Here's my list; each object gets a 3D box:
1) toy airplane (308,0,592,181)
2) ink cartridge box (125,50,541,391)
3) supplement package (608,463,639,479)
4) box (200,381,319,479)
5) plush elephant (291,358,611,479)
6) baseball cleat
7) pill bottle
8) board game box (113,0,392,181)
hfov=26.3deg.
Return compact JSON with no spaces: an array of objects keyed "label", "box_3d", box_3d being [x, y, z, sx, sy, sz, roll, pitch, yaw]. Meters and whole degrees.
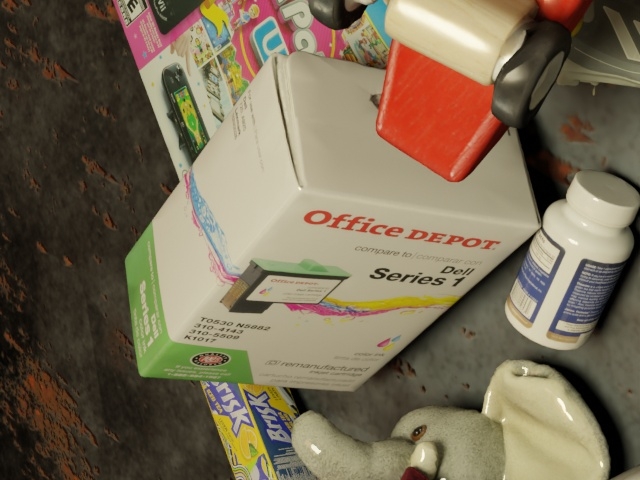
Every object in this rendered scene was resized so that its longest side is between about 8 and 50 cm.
[{"label":"toy airplane","box_3d":[0.167,-0.261,0.782,0.384,0.272,0.386,-17,92,24]},{"label":"ink cartridge box","box_3d":[0.000,0.000,1.028,0.278,0.201,0.117,-48,44,47]},{"label":"supplement package","box_3d":[0.313,0.178,0.802,0.293,0.175,0.178,-36,74,44]},{"label":"box","box_3d":[-0.056,0.164,1.242,0.059,0.054,0.169,-50,51,40]},{"label":"plush elephant","box_3d":[0.078,0.221,1.018,0.272,0.330,0.255,-50,42,39]},{"label":"baseball cleat","box_3d":[0.218,-0.144,0.893,0.205,0.072,0.110,12,105,41]},{"label":"pill bottle","box_3d":[0.181,0.013,0.973,0.067,0.067,0.120,40,126,32]},{"label":"board game box","box_3d":[-0.025,-0.175,1.117,0.303,0.097,0.224,-29,80,45]}]
